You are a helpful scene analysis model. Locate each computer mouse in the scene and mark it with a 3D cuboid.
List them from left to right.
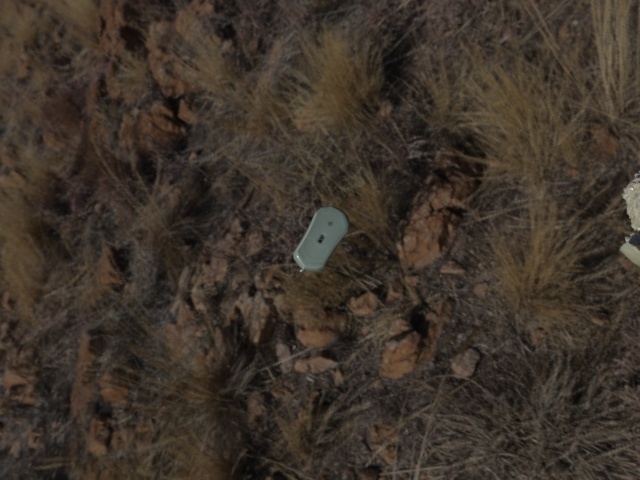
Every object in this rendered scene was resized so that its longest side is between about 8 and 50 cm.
[{"bbox_3d":[0.000,0.000,0.866,0.110,0.056,0.032,-59,0,2],"label":"computer mouse"}]

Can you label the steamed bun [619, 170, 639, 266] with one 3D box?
[{"bbox_3d":[0.592,-0.022,0.940,0.170,0.200,0.225,-20,6,1],"label":"steamed bun"}]
